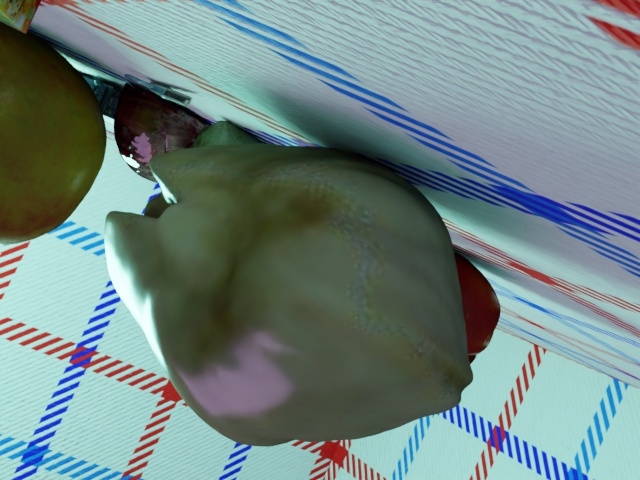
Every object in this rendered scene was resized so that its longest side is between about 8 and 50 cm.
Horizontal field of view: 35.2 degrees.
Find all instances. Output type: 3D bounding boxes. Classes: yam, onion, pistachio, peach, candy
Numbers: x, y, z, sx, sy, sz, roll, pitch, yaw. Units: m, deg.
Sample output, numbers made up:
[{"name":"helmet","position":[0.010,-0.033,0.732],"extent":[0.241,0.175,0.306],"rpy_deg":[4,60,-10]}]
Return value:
[{"name":"yam","position":[-0.077,-0.085,1.214],"extent":[0.068,0.068,0.169],"rpy_deg":[24,176,37]},{"name":"onion","position":[-0.212,-0.127,1.306],"extent":[0.151,0.098,0.206],"rpy_deg":[23,177,23]},{"name":"pistachio","position":[-0.025,0.048,0.948],"extent":[0.365,0.281,0.445],"rpy_deg":[32,173,-3]},{"name":"peach","position":[-0.421,-0.129,1.249],"extent":[0.307,0.308,0.332],"rpy_deg":[24,-179,33]},{"name":"candy","position":[-0.278,-0.214,0.836],"extent":[0.062,0.038,0.122],"rpy_deg":[26,178,-1]},{"name":"peach","position":[0.128,0.087,1.399],"extent":[0.226,0.196,0.190],"rpy_deg":[28,142,-4]}]

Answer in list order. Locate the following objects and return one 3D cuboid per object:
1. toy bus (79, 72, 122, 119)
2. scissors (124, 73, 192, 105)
[{"name":"toy bus","position":[-0.314,-0.201,1.407],"extent":[0.065,0.047,0.166],"rpy_deg":[22,-178,-42]},{"name":"scissors","position":[-0.170,-0.162,1.104],"extent":[0.058,0.014,0.119],"rpy_deg":[22,-176,-40]}]
